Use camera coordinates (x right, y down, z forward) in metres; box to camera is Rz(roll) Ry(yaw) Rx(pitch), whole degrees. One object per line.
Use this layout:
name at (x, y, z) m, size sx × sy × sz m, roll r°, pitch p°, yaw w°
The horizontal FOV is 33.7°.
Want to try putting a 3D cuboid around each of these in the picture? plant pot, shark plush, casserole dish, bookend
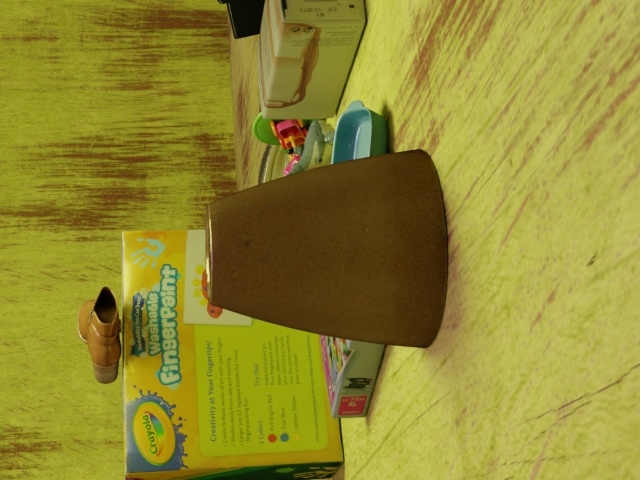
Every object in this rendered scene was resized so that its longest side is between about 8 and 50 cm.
plant pot at (-0.005, 0.011, 1.239) m, size 0.237 × 0.254 × 0.237 m, roll 179°, pitch 90°, yaw -81°
shark plush at (-0.023, -0.132, 1.707) m, size 0.161 × 0.067 × 0.073 m, roll -54°, pitch -14°, yaw -22°
casserole dish at (0.052, -0.095, 1.432) m, size 0.114 × 0.037 × 0.188 m, roll 4°, pitch 88°, yaw 65°
bookend at (-0.091, -0.377, 1.902) m, size 0.072 × 0.156 × 0.157 m, roll -129°, pitch 25°, yaw -75°

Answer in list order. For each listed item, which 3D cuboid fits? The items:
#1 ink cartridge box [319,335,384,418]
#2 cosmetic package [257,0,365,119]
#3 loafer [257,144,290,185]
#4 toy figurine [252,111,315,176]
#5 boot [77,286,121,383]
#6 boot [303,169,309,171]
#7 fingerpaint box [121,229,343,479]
ink cartridge box at (0.048, 0.102, 1.528) m, size 0.311 × 0.065 × 0.185 m, roll 103°, pitch 163°, yaw -50°
cosmetic package at (-0.022, -0.324, 1.665) m, size 0.296 × 0.129 × 0.153 m, roll 109°, pitch 156°, yaw -66°
loafer at (-0.085, -0.114, 2.215) m, size 0.102 × 0.092 × 0.268 m, roll 179°, pitch 105°, yaw -79°
toy figurine at (-0.034, -0.141, 1.885) m, size 0.173 × 0.130 × 0.159 m, roll 61°, pitch -169°, yaw -61°
boot at (-0.384, 0.135, 1.858) m, size 0.197 × 0.073 × 0.152 m, roll -120°, pitch 29°, yaw -43°
boot at (0.009, -0.040, 1.661) m, size 0.059 × 0.085 × 0.157 m, roll -167°, pitch 74°, yaw -79°
fingerpaint box at (-0.170, 0.209, 1.907) m, size 0.163 × 0.371 × 0.444 m, roll 109°, pitch 157°, yaw -64°
